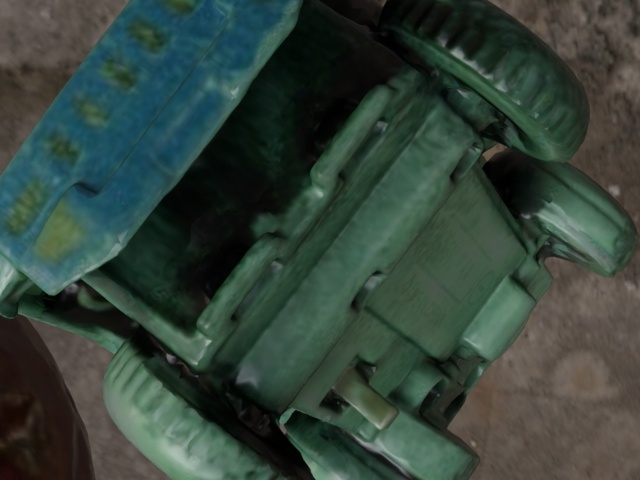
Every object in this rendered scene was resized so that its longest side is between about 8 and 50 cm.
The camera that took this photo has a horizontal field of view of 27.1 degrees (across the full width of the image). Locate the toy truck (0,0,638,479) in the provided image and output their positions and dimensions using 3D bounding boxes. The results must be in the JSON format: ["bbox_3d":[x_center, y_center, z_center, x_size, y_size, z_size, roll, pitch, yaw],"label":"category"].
[{"bbox_3d":[0.000,0.000,0.457,0.156,0.279,0.155,36,89,24],"label":"toy truck"}]

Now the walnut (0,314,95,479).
[{"bbox_3d":[-0.230,0.089,0.619,0.221,0.244,0.269,-8,49,-21],"label":"walnut"}]
